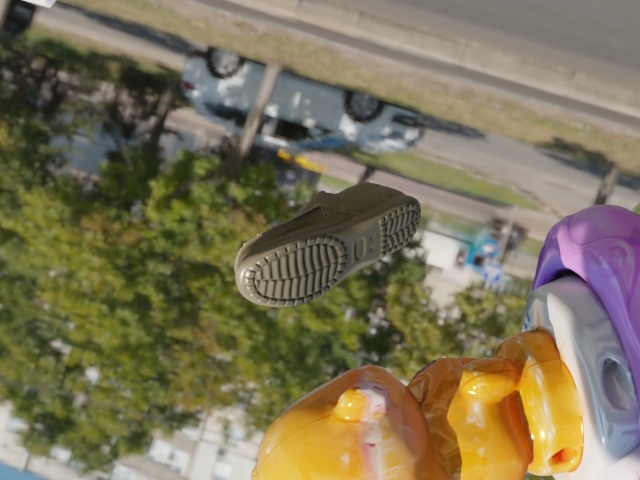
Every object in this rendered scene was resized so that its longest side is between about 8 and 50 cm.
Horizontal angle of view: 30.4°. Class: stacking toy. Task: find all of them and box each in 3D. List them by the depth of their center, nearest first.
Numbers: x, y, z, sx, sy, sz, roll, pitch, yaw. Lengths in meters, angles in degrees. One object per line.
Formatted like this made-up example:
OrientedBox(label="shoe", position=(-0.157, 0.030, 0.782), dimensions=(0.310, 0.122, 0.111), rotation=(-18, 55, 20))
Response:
OrientedBox(label="stacking toy", position=(0.125, 0.040, 0.366), dimensions=(0.301, 0.166, 0.175), rotation=(-11, 144, -9))

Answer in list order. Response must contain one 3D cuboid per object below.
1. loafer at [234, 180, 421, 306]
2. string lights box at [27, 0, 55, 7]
OrientedBox(label="loafer", position=(0.000, 0.000, 0.796), dimensions=(0.148, 0.056, 0.050), rotation=(-19, -141, -32))
OrientedBox(label="string lights box", position=(-0.117, -0.204, 0.309), dimensions=(0.076, 0.133, 0.260), rotation=(19, 155, 28))
